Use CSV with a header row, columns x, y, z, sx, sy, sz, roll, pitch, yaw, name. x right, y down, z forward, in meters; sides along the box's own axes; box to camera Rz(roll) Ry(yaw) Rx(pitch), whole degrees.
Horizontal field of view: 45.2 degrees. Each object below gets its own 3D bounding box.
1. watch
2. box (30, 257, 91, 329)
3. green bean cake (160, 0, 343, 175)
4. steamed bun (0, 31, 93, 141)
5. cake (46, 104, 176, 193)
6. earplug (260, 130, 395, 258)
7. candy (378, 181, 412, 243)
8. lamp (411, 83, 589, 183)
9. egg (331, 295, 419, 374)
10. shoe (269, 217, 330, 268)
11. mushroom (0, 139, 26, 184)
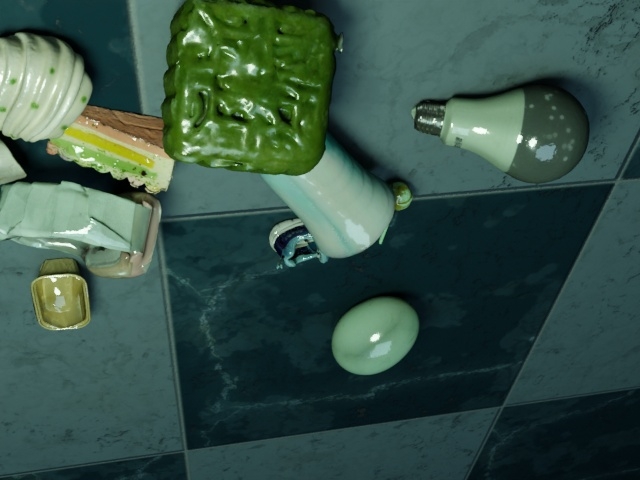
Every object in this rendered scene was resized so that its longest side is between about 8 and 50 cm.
x,y,z,sx,sy,sz,roll,pitch,yaw,name
-0.436,-0.034,1.345,0.241,0.162,0.253,20,162,-38,watch
-0.523,0.115,1.560,0.111,0.111,0.177,-3,139,-13,box
-0.109,-0.228,1.160,0.246,0.156,0.250,5,94,-22,green bean cake
-0.442,-0.225,1.170,0.182,0.106,0.183,-5,131,-6,steamed bun
-0.353,-0.173,1.324,0.225,0.090,0.109,19,133,-9,cake
-0.025,-0.129,1.389,0.185,0.185,0.324,-31,130,20,earplug
0.145,-0.051,1.615,0.061,0.061,0.203,-3,147,-13,candy
0.334,-0.195,1.427,0.313,0.182,0.182,0,143,15,lamp
0.130,0.224,1.829,0.230,0.168,0.168,-35,136,20,egg
0.000,0.000,1.580,0.207,0.106,0.092,-18,142,-4,shoe
-0.606,-0.124,1.265,0.225,0.093,0.116,-9,161,-13,mushroom
